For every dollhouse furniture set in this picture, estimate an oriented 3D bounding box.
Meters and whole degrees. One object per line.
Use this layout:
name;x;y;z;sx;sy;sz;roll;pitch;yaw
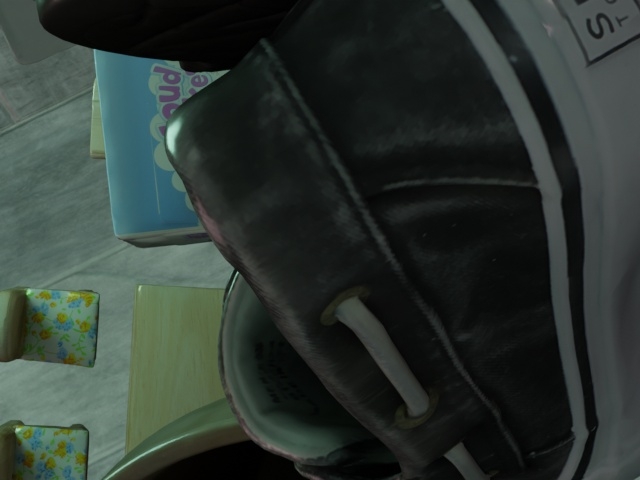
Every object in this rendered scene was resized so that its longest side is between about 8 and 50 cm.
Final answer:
dollhouse furniture set;-0.114;0.065;1.515;0.256;0.362;0.394;164;109;-89

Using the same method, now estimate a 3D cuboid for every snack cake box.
snack cake box;-0.101;-0.131;1.116;0.152;0.089;0.264;134;129;-86

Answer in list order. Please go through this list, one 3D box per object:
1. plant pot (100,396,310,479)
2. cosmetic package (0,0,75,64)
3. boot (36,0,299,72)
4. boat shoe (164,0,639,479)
plant pot;0.023;0.201;0.919;0.323;0.323;0.280;64;-167;-9
cosmetic package;-0.109;-0.206;0.700;0.183;0.151;0.151;62;176;38
boot;-0.022;-0.139;0.465;0.236;0.085;0.178;-15;-83;-76
boat shoe;0.024;0.011;0.469;0.121;0.119;0.335;61;177;24
